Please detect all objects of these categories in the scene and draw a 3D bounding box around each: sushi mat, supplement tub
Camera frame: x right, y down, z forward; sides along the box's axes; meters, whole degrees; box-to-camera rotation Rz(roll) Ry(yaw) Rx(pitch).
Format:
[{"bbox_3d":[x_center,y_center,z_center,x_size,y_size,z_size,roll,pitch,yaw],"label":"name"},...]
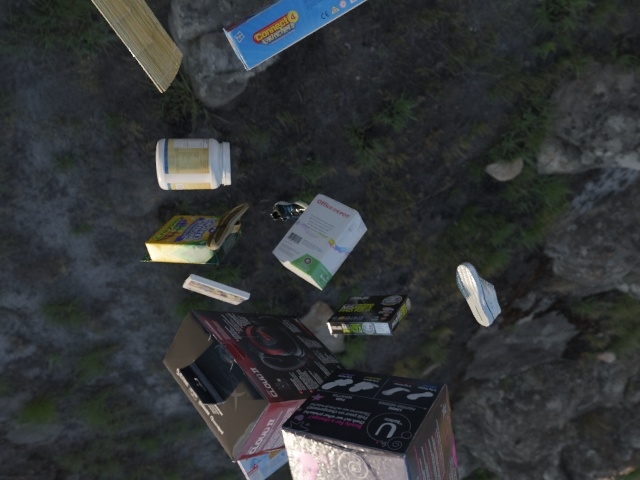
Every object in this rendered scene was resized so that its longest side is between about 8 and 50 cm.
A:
[{"bbox_3d":[-0.389,-0.461,1.016,0.019,0.152,0.317,-16,132,21],"label":"sushi mat"},{"bbox_3d":[-0.360,-0.219,1.465,0.199,0.144,0.145,-2,134,-10],"label":"supplement tub"}]

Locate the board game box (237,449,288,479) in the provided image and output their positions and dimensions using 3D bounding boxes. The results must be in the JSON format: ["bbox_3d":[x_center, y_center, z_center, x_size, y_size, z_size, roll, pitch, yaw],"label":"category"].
[{"bbox_3d":[-0.191,0.649,1.841,0.318,0.318,0.066,-29,-174,-25],"label":"board game box"}]

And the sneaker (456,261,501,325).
[{"bbox_3d":[0.547,0.171,1.761,0.091,0.094,0.258,-37,116,-23],"label":"sneaker"}]

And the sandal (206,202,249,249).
[{"bbox_3d":[-0.255,-0.035,1.430,0.072,0.180,0.049,-5,134,37],"label":"sandal"}]

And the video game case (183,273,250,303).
[{"bbox_3d":[-0.352,0.166,1.715,0.201,0.023,0.183,22,160,-16],"label":"video game case"}]

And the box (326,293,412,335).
[{"bbox_3d":[0.190,0.286,1.975,0.216,0.269,0.060,-38,117,-52],"label":"box"}]

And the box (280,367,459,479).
[{"bbox_3d":[0.070,0.306,0.621,0.142,0.163,0.248,-30,114,-55],"label":"box"}]

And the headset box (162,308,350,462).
[{"bbox_3d":[-0.093,0.221,0.830,0.293,0.218,0.110,15,109,-53],"label":"headset box"}]

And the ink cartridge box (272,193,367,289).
[{"bbox_3d":[0.000,0.000,1.796,0.278,0.201,0.117,-52,143,-11],"label":"ink cartridge box"}]

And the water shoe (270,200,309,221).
[{"bbox_3d":[-0.114,-0.104,2.002,0.073,0.203,0.080,50,61,-33],"label":"water shoe"}]

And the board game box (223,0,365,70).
[{"bbox_3d":[-0.069,-0.520,1.172,0.308,0.302,0.086,-30,117,1],"label":"board game box"}]

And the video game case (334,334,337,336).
[{"bbox_3d":[0.085,0.341,2.165,0.011,0.087,0.122,30,94,-17],"label":"video game case"}]

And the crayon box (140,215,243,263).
[{"bbox_3d":[-0.468,-0.008,1.821,0.322,0.203,0.083,1,122,19],"label":"crayon box"}]
